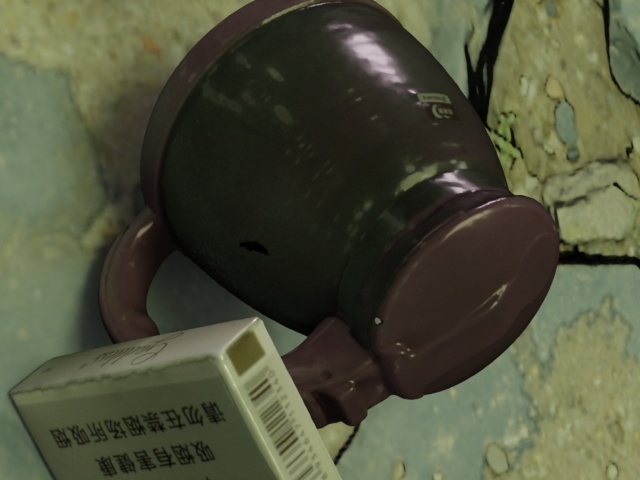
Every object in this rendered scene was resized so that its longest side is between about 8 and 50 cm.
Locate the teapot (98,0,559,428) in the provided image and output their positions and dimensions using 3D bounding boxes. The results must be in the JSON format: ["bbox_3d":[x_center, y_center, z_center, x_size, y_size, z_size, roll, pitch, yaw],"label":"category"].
[{"bbox_3d":[0.003,-0.008,0.619,0.148,0.146,0.116,-18,134,-32],"label":"teapot"}]

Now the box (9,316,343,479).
[{"bbox_3d":[-0.020,0.122,0.597,0.029,0.109,0.198,-39,108,-43],"label":"box"}]
